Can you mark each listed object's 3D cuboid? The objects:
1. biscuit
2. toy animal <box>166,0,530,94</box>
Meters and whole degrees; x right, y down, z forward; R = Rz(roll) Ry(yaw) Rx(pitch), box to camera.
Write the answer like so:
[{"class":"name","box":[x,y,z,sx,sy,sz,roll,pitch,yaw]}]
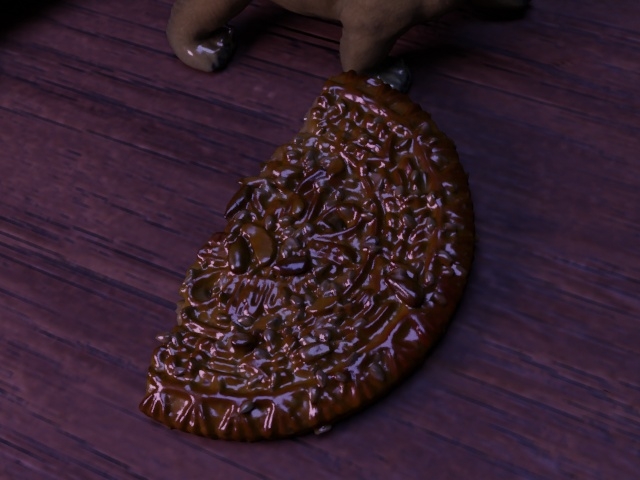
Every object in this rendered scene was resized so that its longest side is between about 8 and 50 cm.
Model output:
[{"class":"biscuit","box":[0.007,0.009,0.623,0.126,0.025,0.206,19,66,21]},{"class":"toy animal","box":[0.019,-0.141,0.681,0.218,0.101,0.103,15,60,23]}]
